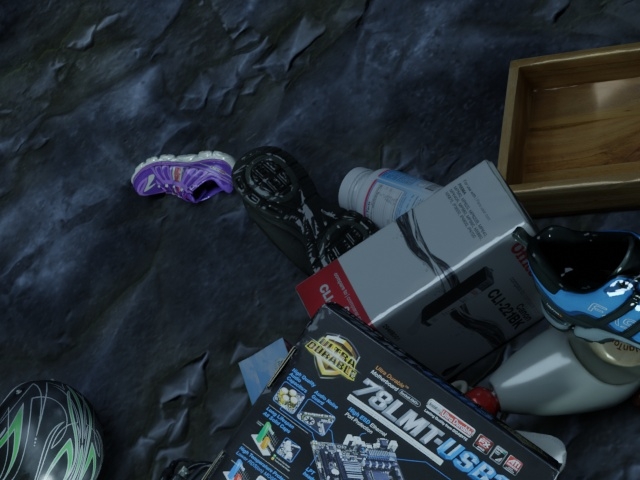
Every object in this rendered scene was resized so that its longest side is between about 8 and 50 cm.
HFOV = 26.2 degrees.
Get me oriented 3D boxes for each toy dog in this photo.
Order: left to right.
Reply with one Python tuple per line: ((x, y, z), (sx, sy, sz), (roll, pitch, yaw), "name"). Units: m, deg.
((0.251, 0.193, 1.506), (0.334, 0.220, 0.161), (-36, 89, 12), "toy dog")

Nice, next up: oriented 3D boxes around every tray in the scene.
((0.425, -0.143, 1.660), (0.411, 0.076, 0.203), (-5, 60, 28), "tray")

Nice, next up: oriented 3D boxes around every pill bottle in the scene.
((0.104, -0.043, 1.772), (0.160, 0.087, 0.087), (22, 74, 38), "pill bottle")

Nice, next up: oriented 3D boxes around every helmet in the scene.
((-0.363, 0.272, 1.801), (0.161, 0.169, 0.169), (-44, 48, 20), "helmet")

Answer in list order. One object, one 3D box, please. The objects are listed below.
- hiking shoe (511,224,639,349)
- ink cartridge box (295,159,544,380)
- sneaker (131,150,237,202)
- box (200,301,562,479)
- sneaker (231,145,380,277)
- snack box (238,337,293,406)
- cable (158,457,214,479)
((0.334, 0.057, 1.332), (0.304, 0.132, 0.113), (7, 63, 35), "hiking shoe")
((0.141, 0.058, 1.618), (0.273, 0.197, 0.114), (-35, 52, 7), "ink cartridge box")
((-0.200, -0.085, 1.988), (0.170, 0.068, 0.071), (-8, 64, 25), "sneaker")
((0.043, 0.263, 1.405), (0.295, 0.073, 0.293), (34, 94, 9), "box")
((0.000, 0.000, 1.799), (0.109, 0.130, 0.286), (-36, 71, -13), "sneaker")
((0.002, 0.232, 1.584), (0.070, 0.207, 0.174), (-30, 53, 10), "snack box")
((-0.155, 0.355, 1.658), (0.150, 0.047, 0.184), (15, 66, 28), "cable")
